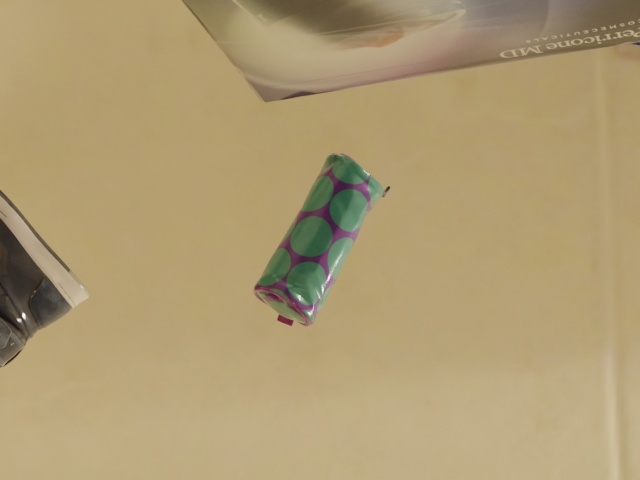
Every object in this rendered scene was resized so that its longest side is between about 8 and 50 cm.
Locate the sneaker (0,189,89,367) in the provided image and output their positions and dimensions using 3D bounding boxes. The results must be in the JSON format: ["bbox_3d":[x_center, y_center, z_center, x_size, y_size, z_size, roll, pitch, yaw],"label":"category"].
[{"bbox_3d":[-0.352,0.026,1.354,0.163,0.086,0.226,-41,116,-11],"label":"sneaker"}]

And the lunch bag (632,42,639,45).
[{"bbox_3d":[0.162,-0.316,1.348,0.328,0.385,0.239,-74,166,-67],"label":"lunch bag"}]

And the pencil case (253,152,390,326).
[{"bbox_3d":[0.000,0.000,1.247,0.152,0.064,0.070,-61,173,-17],"label":"pencil case"}]

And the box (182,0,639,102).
[{"bbox_3d":[0.049,-0.241,0.853,0.294,0.296,0.183,46,40,-61],"label":"box"}]
